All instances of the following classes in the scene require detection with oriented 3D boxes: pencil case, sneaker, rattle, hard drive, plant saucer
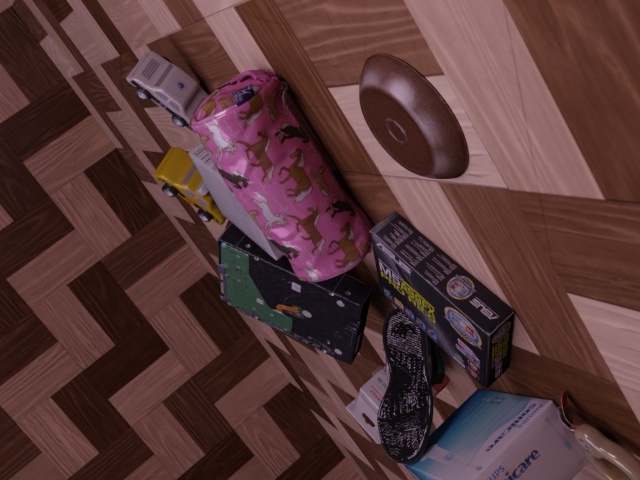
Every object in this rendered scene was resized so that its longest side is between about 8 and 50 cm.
[{"bbox_3d":[-0.059,-0.106,1.466,0.167,0.160,0.386,-10,122,43],"label":"pencil case"},{"bbox_3d":[0.177,0.297,1.652,0.124,0.295,0.178,-3,157,18],"label":"sneaker"},{"bbox_3d":[0.402,0.352,1.276,0.200,0.142,0.130,42,-177,10],"label":"rattle"},{"bbox_3d":[-0.061,0.116,1.799,0.339,0.064,0.236,23,143,15],"label":"hard drive"},{"bbox_3d":[0.111,-0.152,1.107,0.198,0.036,0.198,46,165,16],"label":"plant saucer"}]

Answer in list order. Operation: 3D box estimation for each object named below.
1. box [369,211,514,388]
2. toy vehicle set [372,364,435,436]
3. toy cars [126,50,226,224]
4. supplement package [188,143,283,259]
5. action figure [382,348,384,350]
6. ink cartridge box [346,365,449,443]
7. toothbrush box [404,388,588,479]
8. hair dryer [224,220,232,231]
[{"bbox_3d":[0.201,0.102,1.406,0.270,0.060,0.216,43,164,28],"label":"box"},{"bbox_3d":[0.233,0.455,2.216,0.166,0.035,0.266,38,160,42],"label":"toy vehicle set"},{"bbox_3d":[-0.276,-0.219,1.767,0.087,0.177,0.393,-13,93,59],"label":"toy cars"},{"bbox_3d":[-0.120,-0.110,1.669,0.203,0.149,0.194,38,161,41],"label":"supplement package"},{"bbox_3d":[0.191,0.298,1.980,0.115,0.030,0.038,48,160,2],"label":"action figure"},{"bbox_3d":[0.163,0.327,1.792,0.115,0.198,0.067,46,165,17],"label":"ink cartridge box"},{"bbox_3d":[0.304,0.387,1.486,0.126,0.216,0.295,51,164,-3],"label":"toothbrush box"},{"bbox_3d":[-0.135,0.025,1.896,0.293,0.080,0.223,37,150,40],"label":"hair dryer"}]
